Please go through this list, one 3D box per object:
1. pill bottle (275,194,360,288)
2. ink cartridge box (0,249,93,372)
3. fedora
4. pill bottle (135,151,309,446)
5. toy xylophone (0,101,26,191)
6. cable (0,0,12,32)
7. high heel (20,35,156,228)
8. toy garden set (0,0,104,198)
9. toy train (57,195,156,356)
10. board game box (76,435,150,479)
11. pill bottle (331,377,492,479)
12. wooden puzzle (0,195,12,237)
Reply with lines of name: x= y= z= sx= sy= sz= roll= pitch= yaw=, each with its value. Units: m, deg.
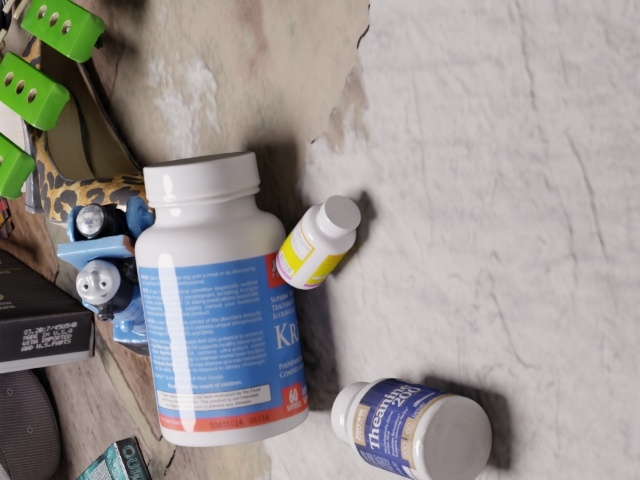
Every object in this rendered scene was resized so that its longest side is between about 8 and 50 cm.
pill bottle: x=0.000 y=0.000 z=1.225 sx=0.083 sy=0.043 sz=0.043 roll=-51 pitch=58 yaw=50
ink cartridge box: x=-0.440 y=0.068 z=1.676 sx=0.307 sy=0.303 sz=0.072 roll=28 pitch=119 yaw=49
fedora: x=-0.381 y=0.191 z=1.775 sx=0.275 sy=0.124 sz=0.243 roll=56 pitch=148 yaw=3
pill bottle: x=-0.082 y=0.044 z=1.290 sx=0.124 sy=0.124 sz=0.222 roll=4 pitch=103 yaw=56
toy xylophone: x=-0.380 y=-0.096 z=1.733 sx=0.322 sy=0.081 sz=0.236 roll=26 pitch=119 yaw=51
cable: x=-0.330 y=-0.249 z=1.579 sx=0.150 sy=0.047 sz=0.185 roll=-94 pitch=18 yaw=-79
high heel: x=-0.213 y=-0.108 z=1.480 sx=0.261 sy=0.093 sz=0.186 roll=12 pitch=103 yaw=54
toy garden set: x=-0.261 y=-0.176 z=1.483 sx=0.204 sy=0.049 sz=0.244 roll=33 pitch=97 yaw=50
toy train: x=-0.156 y=0.032 z=1.371 sx=0.080 sy=0.184 sz=0.105 roll=-9 pitch=69 yaw=17
board game box: x=-0.188 y=0.305 z=1.623 sx=0.126 sy=0.026 sz=0.186 roll=-44 pitch=63 yaw=52
pill bottle: x=0.061 y=0.135 z=1.153 sx=0.120 sy=0.067 sz=0.067 roll=9 pitch=108 yaw=55
wooden puzzle: x=-0.362 y=-0.040 z=1.795 sx=0.049 sy=0.006 sz=0.083 roll=-35 pitch=70 yaw=55
